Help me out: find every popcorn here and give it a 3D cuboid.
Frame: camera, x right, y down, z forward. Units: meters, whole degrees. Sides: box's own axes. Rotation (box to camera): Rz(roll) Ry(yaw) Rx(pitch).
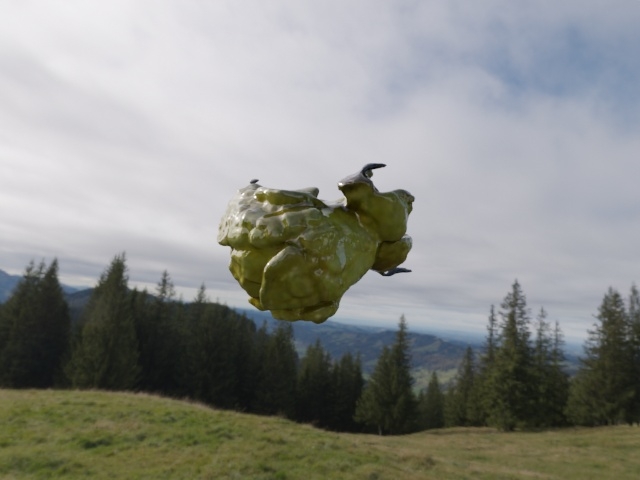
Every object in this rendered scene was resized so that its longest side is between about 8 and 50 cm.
[{"bbox_3d":[-0.005,0.000,0.492,0.195,0.173,0.168,-27,13,-20],"label":"popcorn"}]
